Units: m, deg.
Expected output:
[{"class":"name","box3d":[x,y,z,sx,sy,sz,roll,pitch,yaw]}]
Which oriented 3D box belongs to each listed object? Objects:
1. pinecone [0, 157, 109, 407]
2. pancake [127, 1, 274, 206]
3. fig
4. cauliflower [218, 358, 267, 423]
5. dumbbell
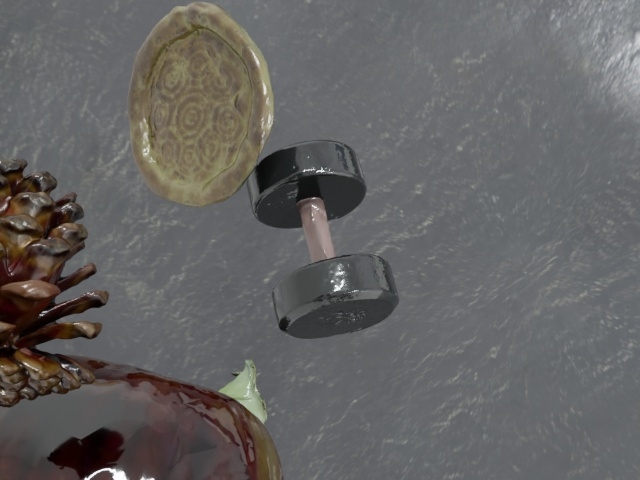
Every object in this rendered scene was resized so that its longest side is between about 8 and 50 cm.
[{"class":"pinecone","box3d":[-0.144,0.020,0.316,0.102,0.102,0.109,-8,90,15]},{"class":"pancake","box3d":[-0.157,-0.159,0.897,0.250,0.031,0.249,3,95,34]},{"class":"fig","box3d":[-0.143,0.237,0.446,0.217,0.217,0.320,9,79,16]},{"class":"cauliflower","box3d":[-0.199,0.341,1.070,0.281,0.327,0.260,-16,90,-2]},{"class":"dumbbell","box3d":[0.000,0.000,0.914,0.153,0.152,0.218,-21,65,14]}]
